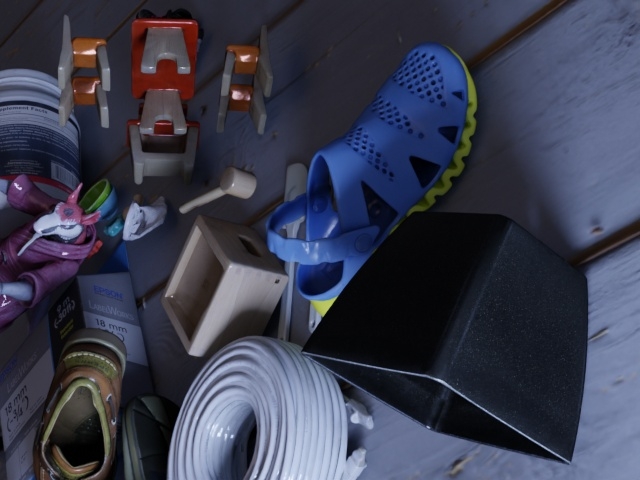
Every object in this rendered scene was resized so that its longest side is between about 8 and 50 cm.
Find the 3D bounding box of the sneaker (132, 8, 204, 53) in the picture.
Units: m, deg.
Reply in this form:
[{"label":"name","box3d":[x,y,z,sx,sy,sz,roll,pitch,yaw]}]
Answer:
[{"label":"sneaker","box3d":[-0.221,-0.315,1.846,0.170,0.063,0.075,45,111,46]}]

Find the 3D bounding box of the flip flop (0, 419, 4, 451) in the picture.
[{"label":"flip flop","box3d":[-0.510,0.295,1.920,0.277,0.112,0.080,-6,84,46]}]

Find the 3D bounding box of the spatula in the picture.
[{"label":"spatula","box3d":[0.000,0.000,1.442,0.168,0.019,0.242,-19,59,47]}]

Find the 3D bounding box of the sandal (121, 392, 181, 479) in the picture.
[{"label":"sandal","box3d":[-0.203,0.323,1.481,0.086,0.120,0.303,-40,36,29]}]

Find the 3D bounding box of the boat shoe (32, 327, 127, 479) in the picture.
[{"label":"boat shoe","box3d":[-0.308,0.256,1.533,0.104,0.111,0.307,-88,7,-57]}]

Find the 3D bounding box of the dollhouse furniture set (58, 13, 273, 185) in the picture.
[{"label":"dollhouse furniture set","box3d":[-0.207,-0.200,1.631,0.259,0.262,0.135,104,164,-55]}]

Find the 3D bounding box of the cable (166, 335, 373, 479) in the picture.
[{"label":"cable","box3d":[-0.074,0.234,1.368,0.257,0.089,0.257,-62,37,12]}]

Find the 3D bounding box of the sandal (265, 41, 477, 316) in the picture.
[{"label":"sandal","box3d":[0.049,-0.068,1.300,0.126,0.138,0.317,33,97,49]}]

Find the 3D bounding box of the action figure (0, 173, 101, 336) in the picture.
[{"label":"action figure","box3d":[-0.417,0.047,1.772,0.370,0.276,0.248,-31,51,32]}]

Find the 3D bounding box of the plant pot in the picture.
[{"label":"plant pot","box3d":[0.131,0.075,1.108,0.188,0.187,0.167,5,67,54]}]

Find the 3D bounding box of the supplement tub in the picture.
[{"label":"supplement tub","box3d":[-0.477,-0.118,1.979,0.191,0.191,0.272,-39,46,36]}]

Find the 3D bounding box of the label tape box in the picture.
[{"label":"label tape box","box3d":[-0.356,0.177,1.755,0.240,0.106,0.333,-47,42,28]}]

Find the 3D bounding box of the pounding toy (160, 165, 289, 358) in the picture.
[{"label":"pounding toy","box3d":[-0.107,0.013,1.506,0.206,0.094,0.181,-64,33,18]}]

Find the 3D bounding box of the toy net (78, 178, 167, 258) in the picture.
[{"label":"toy net","box3d":[-0.301,-0.030,1.799,0.122,0.045,0.232,-54,27,-19]}]
